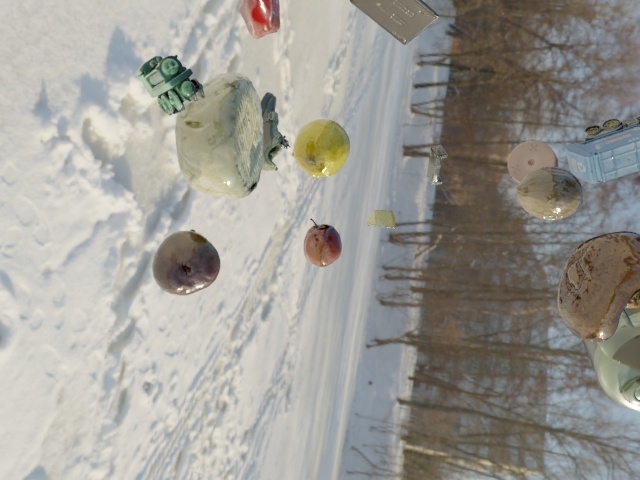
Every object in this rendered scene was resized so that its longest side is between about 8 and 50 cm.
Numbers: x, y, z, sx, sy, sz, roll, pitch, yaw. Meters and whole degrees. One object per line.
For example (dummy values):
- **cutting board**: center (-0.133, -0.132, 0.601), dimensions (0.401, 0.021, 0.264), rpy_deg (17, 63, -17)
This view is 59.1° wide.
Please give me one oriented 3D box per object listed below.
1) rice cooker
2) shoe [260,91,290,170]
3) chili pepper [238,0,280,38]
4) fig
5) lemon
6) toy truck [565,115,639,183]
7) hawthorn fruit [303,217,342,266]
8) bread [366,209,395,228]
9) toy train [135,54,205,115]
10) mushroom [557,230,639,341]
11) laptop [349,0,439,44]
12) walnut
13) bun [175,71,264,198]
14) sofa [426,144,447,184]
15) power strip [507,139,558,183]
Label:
- **rice cooker**: center (0.887, 0.273, 1.526), dimensions (0.325, 0.335, 0.335), rpy_deg (-67, 165, -62)
- **shoe**: center (-0.169, -0.373, 1.993), dimensions (0.109, 0.149, 0.293), rpy_deg (79, 27, -79)
- **chili pepper**: center (-0.164, -0.618, 1.492), dimensions (0.144, 0.136, 0.253), rpy_deg (-59, -170, 12)
- **fig**: center (-0.353, 0.032, 1.489), dimensions (0.274, 0.170, 0.146), rpy_deg (-114, -177, -62)
- **lemon**: center (0.007, -0.376, 2.291), dimensions (0.288, 0.233, 0.234), rpy_deg (-61, 159, -58)
- **toy truck**: center (1.021, -0.318, 1.882), dimensions (0.146, 0.367, 0.175), rpy_deg (58, 22, -32)
- **hawthorn fruit**: center (0.000, 0.000, 2.182), dimensions (0.157, 0.157, 0.194), rpy_deg (-62, 136, -66)
- **bread**: center (0.211, -0.054, 2.032), dimensions (0.109, 0.084, 0.080), rpy_deg (118, -26, -55)
- **toy train**: center (-0.283, -0.295, 1.058), dimensions (0.071, 0.170, 0.111), rpy_deg (-42, 113, -18)
- **mushroom**: center (0.541, 0.080, 1.099), dimensions (0.231, 0.138, 0.194), rpy_deg (-65, -161, 11)
- **laptop**: center (0.183, -0.580, 1.413), dimensions (0.135, 0.197, 0.016), rpy_deg (-28, -142, 52)
- **walnut**: center (0.591, -0.121, 1.454), dimensions (0.140, 0.162, 0.140), rpy_deg (-57, 164, -26)
- **bun**: center (-0.286, -0.286, 1.572), dimensions (0.359, 0.210, 0.360), rpy_deg (2, 90, -80)
- **sofa**: center (0.370, -0.239, 1.793), dimensions (0.060, 0.039, 0.118), rpy_deg (-105, -170, -46)
- **power strip**: center (0.695, -0.250, 1.845), dimensions (0.078, 0.154, 0.154), rpy_deg (14, 85, -59)
